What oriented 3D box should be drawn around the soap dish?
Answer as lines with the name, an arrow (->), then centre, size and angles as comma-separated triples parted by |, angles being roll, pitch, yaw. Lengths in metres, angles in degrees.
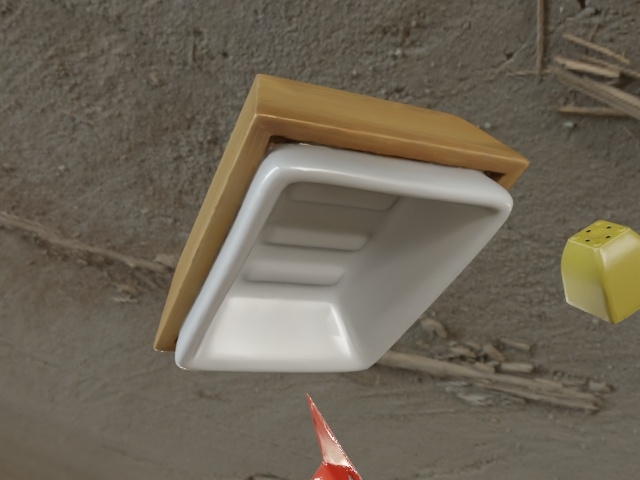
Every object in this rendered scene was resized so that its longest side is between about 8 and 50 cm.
soap dish -> 0.000, 0.000, 0.592 | 0.229, 0.118, 0.291 | 5, 139, -26

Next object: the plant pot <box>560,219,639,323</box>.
plant pot -> 0.316, 0.026, 0.758 | 0.083, 0.081, 0.081 | 66, 167, -21

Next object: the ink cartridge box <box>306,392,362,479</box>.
ink cartridge box -> 0.027, 0.244, 0.448 | 0.189, 0.066, 0.232 | 48, 161, 49
